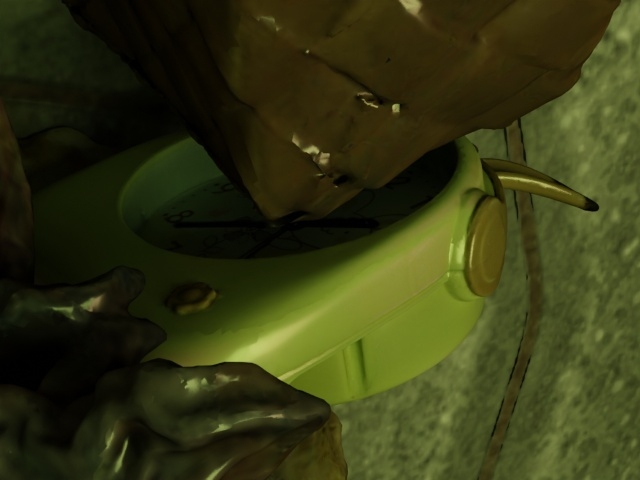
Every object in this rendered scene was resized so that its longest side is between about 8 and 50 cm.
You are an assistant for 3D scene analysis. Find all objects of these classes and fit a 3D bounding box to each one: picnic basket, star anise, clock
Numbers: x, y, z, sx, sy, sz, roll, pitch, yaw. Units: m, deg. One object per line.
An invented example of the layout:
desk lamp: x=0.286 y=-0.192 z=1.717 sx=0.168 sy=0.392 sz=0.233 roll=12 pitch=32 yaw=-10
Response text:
picnic basket: x=0.039 y=-0.213 z=0.510 sx=0.337 sy=0.293 sz=0.337 roll=-24 pitch=138 yaw=-24
star anise: x=-0.127 y=0.072 z=0.435 sx=0.212 sy=0.282 sz=0.129 roll=-43 pitch=145 yaw=-8
clock: x=0.000 y=0.000 z=0.576 sx=0.232 sy=0.170 sz=0.069 roll=-24 pitch=120 yaw=-27

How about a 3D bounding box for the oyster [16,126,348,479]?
oyster: x=-0.054 y=0.099 z=0.699 sx=0.166 sy=0.110 sz=0.341 roll=-22 pitch=108 yaw=-30
